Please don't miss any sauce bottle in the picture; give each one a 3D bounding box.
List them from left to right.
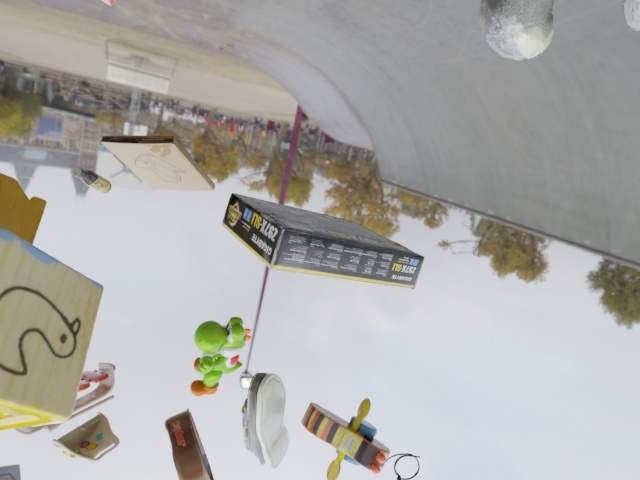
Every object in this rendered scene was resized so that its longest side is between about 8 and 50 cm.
[{"bbox_3d":[-0.605,-0.161,1.265,0.042,0.042,0.128,15,172,13],"label":"sauce bottle"}]

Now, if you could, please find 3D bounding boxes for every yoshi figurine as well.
[{"bbox_3d":[-0.392,0.391,1.695,0.204,0.362,0.203,41,-144,14],"label":"yoshi figurine"}]

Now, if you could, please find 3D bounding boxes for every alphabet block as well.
[{"bbox_3d":[-0.438,0.125,0.619,0.194,0.197,0.192,-14,146,18],"label":"alphabet block"}]

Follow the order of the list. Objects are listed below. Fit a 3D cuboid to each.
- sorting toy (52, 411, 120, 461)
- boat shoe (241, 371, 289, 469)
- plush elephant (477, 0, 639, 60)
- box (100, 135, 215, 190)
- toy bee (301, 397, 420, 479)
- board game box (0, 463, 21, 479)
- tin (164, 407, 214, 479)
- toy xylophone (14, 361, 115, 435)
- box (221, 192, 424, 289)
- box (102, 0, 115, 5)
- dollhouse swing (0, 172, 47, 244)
[{"bbox_3d":[-0.365,0.325,0.765,0.075,0.044,0.083,11,-162,28],"label":"sorting toy"},{"bbox_3d":[-0.136,0.409,1.098,0.091,0.304,0.109,18,-140,25],"label":"boat shoe"},{"bbox_3d":[0.309,-0.321,0.443,0.256,0.330,0.271,18,-143,-18],"label":"plush elephant"},{"bbox_3d":[-0.343,-0.163,1.036,0.165,0.021,0.201,3,159,14],"label":"box"},{"bbox_3d":[0.098,0.467,1.108,0.299,0.195,0.162,6,170,2],"label":"toy bee"},{"bbox_3d":[-0.594,0.626,0.826,0.066,0.318,0.318,15,-151,-47],"label":"board game box"},{"bbox_3d":[-0.160,0.298,0.617,0.040,0.189,0.106,-21,-139,-22],"label":"tin"},{"bbox_3d":[-0.735,0.460,1.383,0.236,0.081,0.323,-14,-172,38],"label":"toy xylophone"},{"bbox_3d":[0.000,0.000,0.943,0.322,0.079,0.257,11,-166,-33],"label":"box"},{"bbox_3d":[-0.417,-0.583,0.797,0.154,0.142,0.300,31,161,12],"label":"box"},{"bbox_3d":[-0.756,0.040,0.856,0.347,0.305,0.315,25,-142,-33],"label":"dollhouse swing"}]
